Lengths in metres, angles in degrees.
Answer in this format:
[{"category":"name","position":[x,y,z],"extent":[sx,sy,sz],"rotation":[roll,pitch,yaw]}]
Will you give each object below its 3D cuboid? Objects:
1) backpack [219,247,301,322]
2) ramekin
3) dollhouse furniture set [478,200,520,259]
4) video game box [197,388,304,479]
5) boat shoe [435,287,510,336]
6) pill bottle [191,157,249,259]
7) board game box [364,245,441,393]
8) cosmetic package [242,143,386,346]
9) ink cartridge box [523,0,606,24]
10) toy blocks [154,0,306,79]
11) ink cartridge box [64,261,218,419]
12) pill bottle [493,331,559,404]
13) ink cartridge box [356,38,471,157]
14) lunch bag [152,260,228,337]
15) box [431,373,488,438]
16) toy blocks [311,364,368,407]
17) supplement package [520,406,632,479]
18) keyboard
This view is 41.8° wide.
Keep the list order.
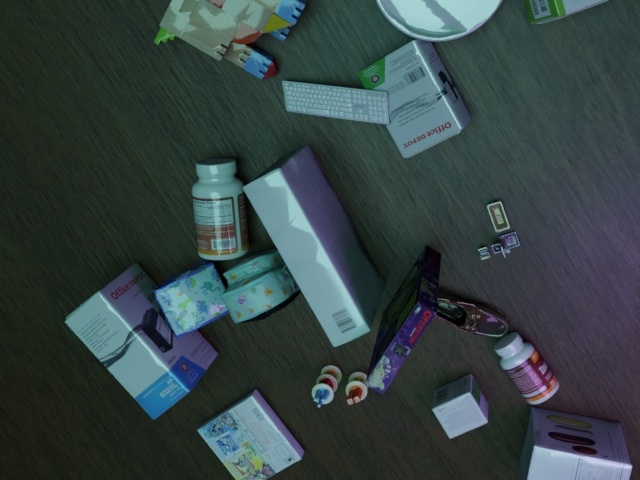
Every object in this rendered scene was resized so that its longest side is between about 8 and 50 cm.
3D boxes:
[{"category":"backpack","position":[-0.139,0.106,1.893],"extent":[0.165,0.188,0.144],"rotation":[-23,100,18]},{"category":"ramekin","position":[0.239,-0.534,1.656],"extent":[0.272,0.127,0.273],"rotation":[3,107,10]},{"category":"dollhouse furniture set","position":[0.371,-0.016,1.805],"extent":[0.091,0.081,0.114],"rotation":[-18,102,16]},{"category":"video game box","position":[-0.174,0.501,2.094],"extent":[0.187,0.048,0.205],"rotation":[-34,96,17]},{"category":"boat shoe","position":[0.324,0.171,1.877],"extent":[0.207,0.073,0.073],"rotation":[19,108,5]},{"category":"pill bottle","position":[-0.227,-0.073,1.895],"extent":[0.121,0.121,0.216],"rotation":[0,106,12]},{"category":"board game box","position":[0.179,0.155,1.757],"extent":[0.056,0.347,0.208],"rotation":[34,111,-2]},{"category":"cosmetic package","position":[0.000,0.000,1.782],"extent":[0.097,0.284,0.377],"rotation":[-26,99,19]},{"category":"ink cartridge box","position":[0.510,-0.549,1.620],"extent":[0.255,0.097,0.189],"rotation":[-23,102,-18]},{"category":"toy blocks","position":[-0.147,-0.510,1.737],"extent":[0.261,0.191,0.381],"rotation":[29,111,-10]},{"category":"ink cartridge box","position":[-0.413,0.229,1.969],"extent":[0.129,0.223,0.307],"rotation":[-39,95,19]},{"category":"pill bottle","position":[0.458,0.284,1.874],"extent":[0.086,0.086,0.152],"rotation":[-35,97,19]},{"category":"ink cartridge box","position":[0.196,-0.298,1.740],"extent":[0.153,0.087,0.208],"rotation":[-23,101,33]},{"category":"lunch bag","position":[-0.299,0.137,1.962],"extent":[0.151,0.096,0.129],"rotation":[-30,101,-22]},{"category":"box","position":[0.321,0.380,1.923],"extent":[0.102,0.101,0.087],"rotation":[-28,99,18]},{"category":"toy blocks","position":[0.045,0.351,1.948],"extent":[0.123,0.148,0.054],"rotation":[12,109,9]},{"category":"supplement package","position":[0.558,0.491,1.857],"extent":[0.203,0.194,0.149],"rotation":[9,107,9]},{"category":"keyboard","position":[0.030,-0.294,1.779],"extent":[0.256,0.014,0.072],"rotation":[13,122,30]}]
